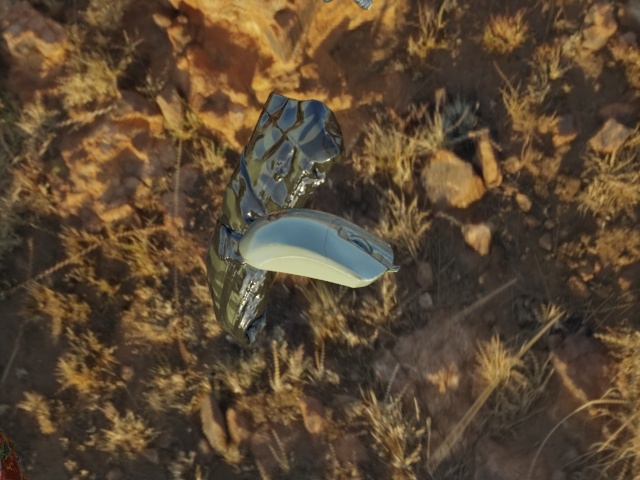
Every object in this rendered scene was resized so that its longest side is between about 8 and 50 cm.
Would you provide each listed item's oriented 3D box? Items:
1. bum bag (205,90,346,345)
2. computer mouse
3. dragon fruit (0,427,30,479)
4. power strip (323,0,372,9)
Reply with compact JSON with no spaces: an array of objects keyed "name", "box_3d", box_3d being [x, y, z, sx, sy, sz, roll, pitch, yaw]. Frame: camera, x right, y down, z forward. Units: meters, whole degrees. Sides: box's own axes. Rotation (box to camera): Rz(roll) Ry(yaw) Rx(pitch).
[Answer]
[{"name":"bum bag","box_3d":[-0.071,-0.027,0.916,0.095,0.341,0.144,-7,47,-36]},{"name":"computer mouse","box_3d":[0.000,0.000,0.514,0.110,0.032,0.056,12,36,14]},{"name":"dragon fruit","box_3d":[-0.437,0.233,0.842,0.269,0.200,0.198,29,83,24]},{"name":"power strip","box_3d":[-0.051,-0.398,0.921,0.338,0.098,0.058,39,67,-23]}]
